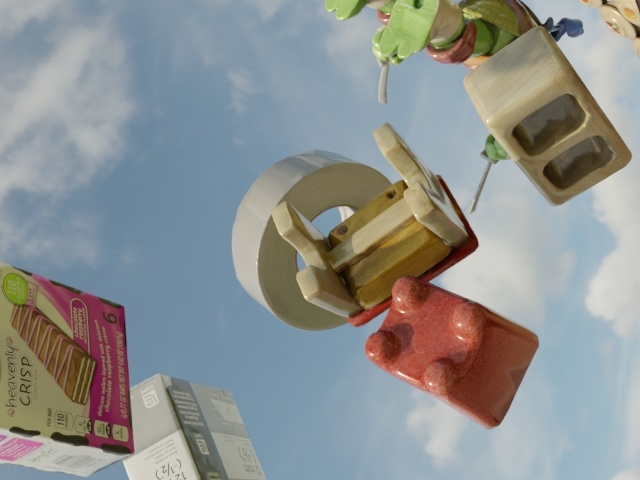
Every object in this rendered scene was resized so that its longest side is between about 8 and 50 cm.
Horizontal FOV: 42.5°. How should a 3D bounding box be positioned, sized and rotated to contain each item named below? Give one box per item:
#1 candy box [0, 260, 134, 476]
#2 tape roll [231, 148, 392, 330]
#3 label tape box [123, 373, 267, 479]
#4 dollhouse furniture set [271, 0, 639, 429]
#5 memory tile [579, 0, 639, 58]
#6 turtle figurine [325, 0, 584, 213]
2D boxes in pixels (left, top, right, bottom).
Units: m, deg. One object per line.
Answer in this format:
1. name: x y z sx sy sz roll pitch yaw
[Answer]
1. candy box: -0.275 0.104 0.714 0.233 0.071 0.159 28 -140 -46
2. tape roll: 0.000 0.000 1.031 0.219 0.072 0.219 -13 -65 -30
3. label tape box: -0.163 0.386 1.228 0.347 0.115 0.249 61 -172 24
4. dollhouse furniture set: 0.179 -0.020 0.473 0.152 0.374 0.201 34 -153 -48
5. memory tile: 0.245 -0.158 0.609 0.012 0.148 0.113 -46 -2 3
6. turtle figurine: 0.115 -0.159 0.826 0.266 0.275 0.198 15 -123 -47
